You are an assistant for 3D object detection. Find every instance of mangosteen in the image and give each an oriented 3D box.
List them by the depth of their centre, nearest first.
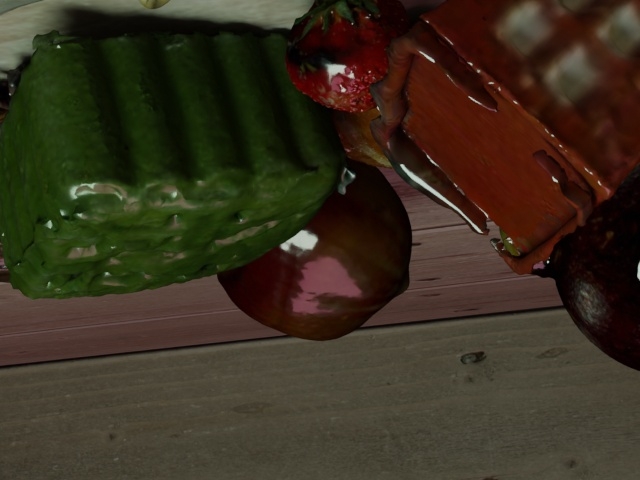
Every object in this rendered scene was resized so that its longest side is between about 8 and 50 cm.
[{"bbox_3d":[0.356,-0.013,1.015,0.347,0.306,0.307,24,-176,32],"label":"mangosteen"}]

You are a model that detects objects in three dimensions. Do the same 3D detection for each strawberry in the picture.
[{"bbox_3d":[0.025,-0.135,0.690,0.106,0.106,0.106,-5,167,-1],"label":"strawberry"}]

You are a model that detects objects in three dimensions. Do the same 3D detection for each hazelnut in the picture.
[{"bbox_3d":[0.000,0.000,1.047,0.230,0.229,0.229,-5,167,-1],"label":"hazelnut"}]

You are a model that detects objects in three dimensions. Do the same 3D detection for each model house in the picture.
[{"bbox_3d":[0.178,-0.122,0.622,0.254,0.160,0.196,-40,170,-9],"label":"model house"}]

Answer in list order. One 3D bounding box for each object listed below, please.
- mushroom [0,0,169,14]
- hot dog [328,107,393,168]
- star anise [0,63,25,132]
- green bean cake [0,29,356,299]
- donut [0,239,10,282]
[{"bbox_3d":[-0.213,-0.153,0.541,0.270,0.103,0.118,-11,167,1],"label":"mushroom"},{"bbox_3d":[0.064,-0.110,0.824,0.146,0.103,0.213,4,166,-37],"label":"hot dog"},{"bbox_3d":[-0.248,-0.114,0.807,0.141,0.042,0.141,-16,164,-5],"label":"star anise"},{"bbox_3d":[-0.133,-0.053,0.790,0.247,0.156,0.250,-8,162,-31],"label":"green bean cake"},{"bbox_3d":[-0.358,-0.014,1.099,0.270,0.103,0.269,-2,167,-1],"label":"donut"}]
